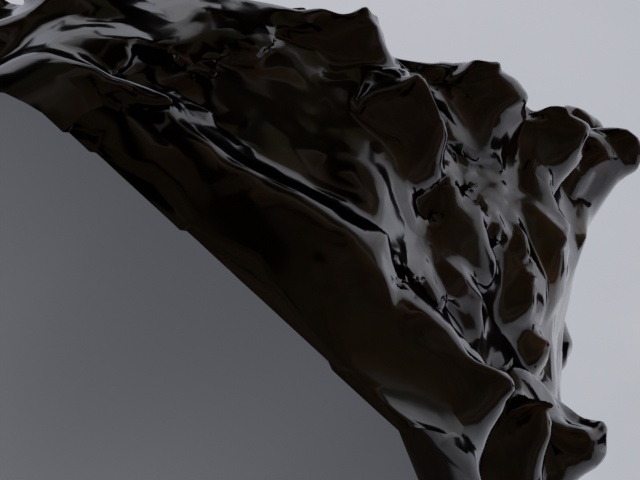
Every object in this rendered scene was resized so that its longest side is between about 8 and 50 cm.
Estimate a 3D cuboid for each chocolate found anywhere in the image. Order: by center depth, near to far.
[{"bbox_3d":[0.000,0.000,0.461,0.224,0.206,0.177,8,-140,44],"label":"chocolate"}]
